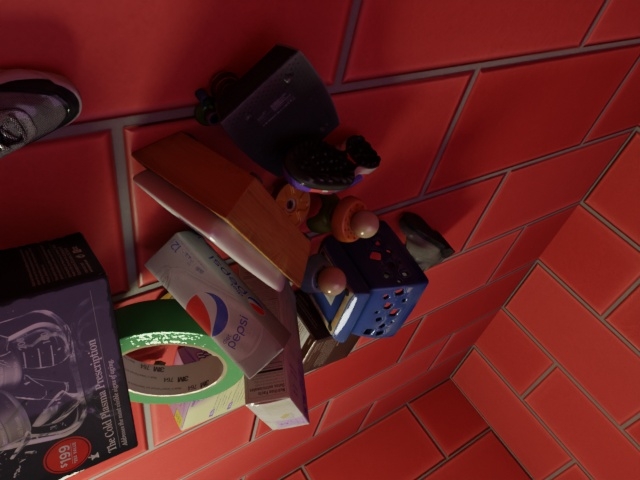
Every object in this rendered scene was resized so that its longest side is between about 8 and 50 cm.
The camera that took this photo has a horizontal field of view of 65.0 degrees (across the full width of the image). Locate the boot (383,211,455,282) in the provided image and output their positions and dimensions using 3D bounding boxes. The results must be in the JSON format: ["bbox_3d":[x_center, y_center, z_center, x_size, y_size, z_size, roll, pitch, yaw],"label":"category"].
[{"bbox_3d":[0.268,0.054,1.521,0.222,0.118,0.338,-41,145,14],"label":"boot"}]

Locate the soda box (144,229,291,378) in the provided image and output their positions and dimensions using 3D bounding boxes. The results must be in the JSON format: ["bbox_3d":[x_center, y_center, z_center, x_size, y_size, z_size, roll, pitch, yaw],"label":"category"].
[{"bbox_3d":[-0.186,0.113,0.940,0.091,0.286,0.098,-42,-179,8],"label":"soda box"}]

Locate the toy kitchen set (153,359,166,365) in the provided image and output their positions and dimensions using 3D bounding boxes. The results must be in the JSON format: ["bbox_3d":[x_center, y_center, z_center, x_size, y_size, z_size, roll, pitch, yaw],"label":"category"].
[{"bbox_3d":[-0.433,0.313,1.203,0.083,0.075,0.068,34,150,-26],"label":"toy kitchen set"}]

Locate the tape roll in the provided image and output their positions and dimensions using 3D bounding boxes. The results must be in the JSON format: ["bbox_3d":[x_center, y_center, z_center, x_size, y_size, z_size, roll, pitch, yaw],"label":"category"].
[{"bbox_3d":[-0.318,0.243,1.059,0.320,0.077,0.321,-5,140,-5],"label":"tape roll"}]

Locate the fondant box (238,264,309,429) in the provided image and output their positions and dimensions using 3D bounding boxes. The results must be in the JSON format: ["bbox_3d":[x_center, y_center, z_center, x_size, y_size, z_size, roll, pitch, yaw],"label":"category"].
[{"bbox_3d":[-0.105,0.231,1.138,0.096,0.331,0.238,-10,148,4],"label":"fondant box"}]

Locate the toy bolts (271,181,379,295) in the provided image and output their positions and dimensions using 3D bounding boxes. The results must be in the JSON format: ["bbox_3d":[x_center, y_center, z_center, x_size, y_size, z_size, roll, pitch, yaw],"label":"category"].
[{"bbox_3d":[0.000,0.000,1.042,0.218,0.158,0.229,20,90,-49],"label":"toy bolts"}]

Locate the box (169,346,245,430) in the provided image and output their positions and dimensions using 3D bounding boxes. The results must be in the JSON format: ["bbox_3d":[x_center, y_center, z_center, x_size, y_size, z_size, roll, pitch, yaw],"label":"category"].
[{"bbox_3d":[-0.269,0.365,1.352,0.242,0.117,0.214,-13,141,-38],"label":"box"}]

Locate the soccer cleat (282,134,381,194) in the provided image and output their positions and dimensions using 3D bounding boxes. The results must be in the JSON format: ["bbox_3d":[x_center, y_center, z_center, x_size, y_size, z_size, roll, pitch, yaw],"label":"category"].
[{"bbox_3d":[0.010,-0.126,0.950,0.116,0.109,0.318,-41,175,30],"label":"soccer cleat"}]

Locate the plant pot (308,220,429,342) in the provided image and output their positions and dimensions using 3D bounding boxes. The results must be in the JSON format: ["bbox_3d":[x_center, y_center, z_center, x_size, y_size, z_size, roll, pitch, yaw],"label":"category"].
[{"bbox_3d":[0.102,0.114,1.314,0.211,0.236,0.236,-8,138,-30],"label":"plant pot"}]

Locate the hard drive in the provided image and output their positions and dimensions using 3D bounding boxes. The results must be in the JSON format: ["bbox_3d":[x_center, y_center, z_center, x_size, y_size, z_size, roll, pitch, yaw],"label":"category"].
[{"bbox_3d":[-0.065,-0.208,0.836,0.172,0.054,0.254,-41,161,5],"label":"hard drive"}]

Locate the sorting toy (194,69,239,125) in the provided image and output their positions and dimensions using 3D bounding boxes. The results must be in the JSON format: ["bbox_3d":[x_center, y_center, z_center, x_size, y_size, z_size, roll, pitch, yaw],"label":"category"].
[{"bbox_3d":[-0.160,-0.213,0.780,0.061,0.042,0.102,-2,134,-45],"label":"sorting toy"}]

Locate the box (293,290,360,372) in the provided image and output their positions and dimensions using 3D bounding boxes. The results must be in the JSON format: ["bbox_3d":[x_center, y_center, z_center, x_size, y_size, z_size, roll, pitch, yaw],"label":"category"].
[{"bbox_3d":[-0.010,0.245,1.416,0.203,0.168,0.167,-9,138,-39],"label":"box"}]

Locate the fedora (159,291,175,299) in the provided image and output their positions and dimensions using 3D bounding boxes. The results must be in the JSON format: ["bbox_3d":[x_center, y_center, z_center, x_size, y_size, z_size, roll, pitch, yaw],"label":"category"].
[{"bbox_3d":[-0.277,0.166,1.118,0.194,0.079,0.194,-27,147,-20],"label":"fedora"}]

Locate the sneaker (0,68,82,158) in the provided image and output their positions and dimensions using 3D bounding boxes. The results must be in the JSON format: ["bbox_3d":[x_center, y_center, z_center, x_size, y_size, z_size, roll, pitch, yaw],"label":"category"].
[{"bbox_3d":[-0.395,-0.100,0.572,0.268,0.153,0.101,-24,147,-22],"label":"sneaker"}]

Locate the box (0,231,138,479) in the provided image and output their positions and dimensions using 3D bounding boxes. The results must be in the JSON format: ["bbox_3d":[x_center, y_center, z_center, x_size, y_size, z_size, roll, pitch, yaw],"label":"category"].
[{"bbox_3d":[-0.475,0.203,0.755,0.312,0.179,0.344,-16,121,-31],"label":"box"}]

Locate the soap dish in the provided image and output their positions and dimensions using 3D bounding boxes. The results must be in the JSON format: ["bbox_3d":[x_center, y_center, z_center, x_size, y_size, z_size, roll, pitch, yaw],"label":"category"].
[{"bbox_3d":[-0.151,-0.043,0.853,0.118,0.228,0.291,-53,150,-9],"label":"soap dish"}]
